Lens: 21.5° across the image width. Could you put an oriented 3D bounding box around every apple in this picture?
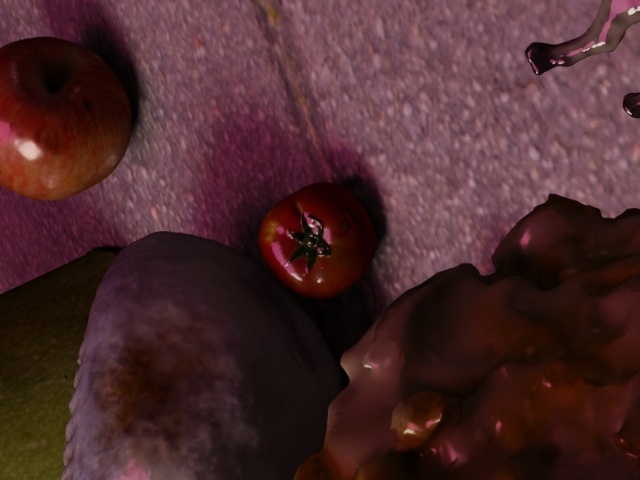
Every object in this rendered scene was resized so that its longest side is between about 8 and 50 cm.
[{"bbox_3d":[-0.237,-0.104,1.478,0.146,0.146,0.131,52,146,21],"label":"apple"}]

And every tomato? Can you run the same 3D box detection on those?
[{"bbox_3d":[0.000,0.000,1.255,0.075,0.087,0.087,-22,-93,-84],"label":"tomato"}]

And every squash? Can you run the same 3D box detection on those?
[{"bbox_3d":[-0.312,0.194,1.576,0.263,0.384,0.263,38,143,37],"label":"squash"}]

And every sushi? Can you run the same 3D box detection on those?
[{"bbox_3d":[0.165,0.168,0.811,0.240,0.396,0.351,11,135,52],"label":"sushi"}]

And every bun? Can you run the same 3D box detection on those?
[{"bbox_3d":[-0.089,0.173,1.334,0.362,0.211,0.361,1,-90,-88],"label":"bun"}]

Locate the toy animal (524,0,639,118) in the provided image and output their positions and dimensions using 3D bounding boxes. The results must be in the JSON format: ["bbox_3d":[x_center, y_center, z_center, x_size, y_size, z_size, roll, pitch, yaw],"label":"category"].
[{"bbox_3d":[0.160,-0.183,0.889,0.176,0.073,0.217,-34,86,44],"label":"toy animal"}]
